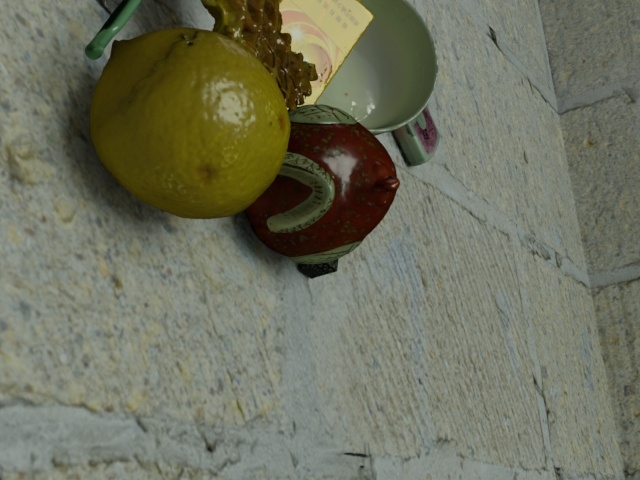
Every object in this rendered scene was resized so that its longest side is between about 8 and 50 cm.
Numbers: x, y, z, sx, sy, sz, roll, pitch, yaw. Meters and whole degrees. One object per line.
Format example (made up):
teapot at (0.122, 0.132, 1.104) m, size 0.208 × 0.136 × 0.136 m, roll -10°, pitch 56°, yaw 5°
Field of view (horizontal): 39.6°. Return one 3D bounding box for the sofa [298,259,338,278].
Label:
sofa at (0.000, 0.000, 1.459) m, size 0.039 × 0.060 × 0.118 m, roll 37°, pitch 46°, yaw -38°

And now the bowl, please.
bowl at (0.056, -0.302, 1.567) m, size 0.277 × 0.145 × 0.277 m, roll 4°, pitch 76°, yaw -18°

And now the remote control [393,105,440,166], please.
remote control at (0.161, -0.329, 1.901) m, size 0.344 × 0.050 × 0.145 m, roll 63°, pitch 32°, yaw -19°

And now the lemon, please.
lemon at (-0.152, -0.140, 1.094) m, size 0.253 × 0.228 × 0.228 m, roll 30°, pitch 49°, yaw -32°

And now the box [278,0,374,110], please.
box at (-0.035, -0.312, 1.425) m, size 0.152 × 0.043 × 0.269 m, roll 40°, pitch 69°, yaw -23°

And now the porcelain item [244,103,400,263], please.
porcelain item at (0.016, -0.083, 1.320) m, size 0.253 × 0.253 × 0.253 m, roll 34°, pitch 48°, yaw -49°

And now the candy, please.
candy at (-0.224, -0.348, 1.170) m, size 0.119 × 0.119 × 0.440 m, roll 55°, pitch 31°, yaw -30°

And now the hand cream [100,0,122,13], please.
hand cream at (-0.313, -0.396, 1.132) m, size 0.257 × 0.050 × 0.084 m, roll 60°, pitch 32°, yaw -46°

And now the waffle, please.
waffle at (-0.095, -0.317, 1.247) m, size 0.260 × 0.069 × 0.293 m, roll -47°, pitch 121°, yaw -65°
